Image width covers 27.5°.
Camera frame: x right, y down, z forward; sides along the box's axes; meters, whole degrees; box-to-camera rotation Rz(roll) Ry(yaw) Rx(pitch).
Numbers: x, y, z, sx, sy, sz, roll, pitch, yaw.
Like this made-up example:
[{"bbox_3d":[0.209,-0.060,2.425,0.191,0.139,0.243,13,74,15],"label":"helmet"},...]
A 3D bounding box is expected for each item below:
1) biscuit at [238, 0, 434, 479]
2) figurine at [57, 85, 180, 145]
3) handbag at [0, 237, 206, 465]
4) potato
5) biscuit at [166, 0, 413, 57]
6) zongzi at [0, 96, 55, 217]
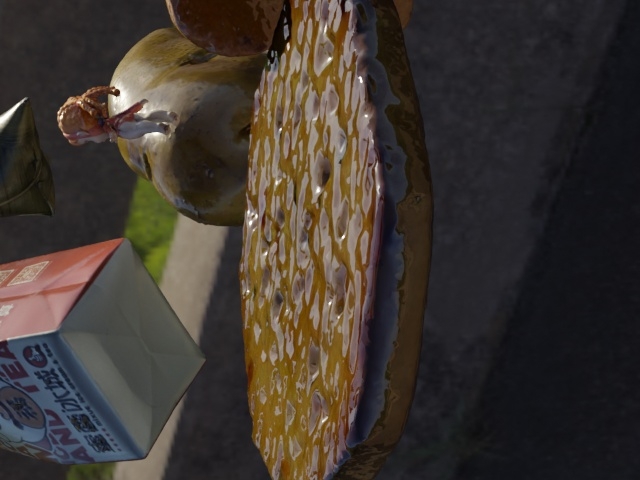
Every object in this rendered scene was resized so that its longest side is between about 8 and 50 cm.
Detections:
[{"bbox_3d":[0.001,0.000,0.833,0.359,0.046,0.359,-179,90,-75],"label":"biscuit"},{"bbox_3d":[-0.169,-0.102,1.091,0.109,0.064,0.047,4,126,26],"label":"figurine"},{"bbox_3d":[-0.282,0.122,1.255,0.298,0.151,0.171,-13,121,31],"label":"handbag"},{"bbox_3d":[-0.120,-0.138,1.416,0.195,0.176,0.369,-53,39,6],"label":"potato"},{"bbox_3d":[0.025,-0.247,0.963,0.049,0.324,0.205,43,166,53],"label":"biscuit"},{"bbox_3d":[-0.426,-0.091,1.549,0.204,0.205,0.094,99,158,-64],"label":"zongzi"}]
